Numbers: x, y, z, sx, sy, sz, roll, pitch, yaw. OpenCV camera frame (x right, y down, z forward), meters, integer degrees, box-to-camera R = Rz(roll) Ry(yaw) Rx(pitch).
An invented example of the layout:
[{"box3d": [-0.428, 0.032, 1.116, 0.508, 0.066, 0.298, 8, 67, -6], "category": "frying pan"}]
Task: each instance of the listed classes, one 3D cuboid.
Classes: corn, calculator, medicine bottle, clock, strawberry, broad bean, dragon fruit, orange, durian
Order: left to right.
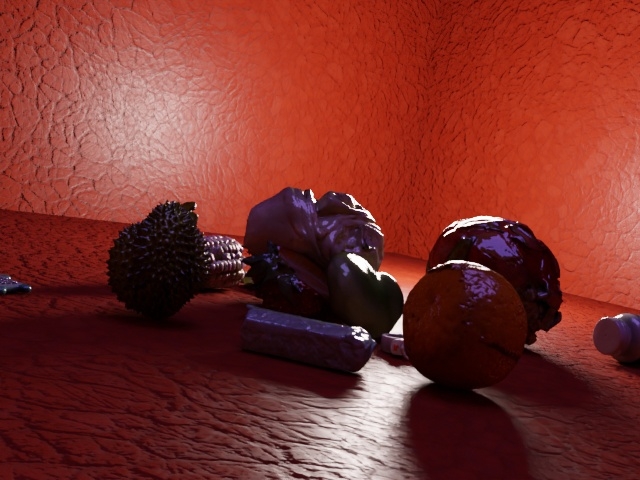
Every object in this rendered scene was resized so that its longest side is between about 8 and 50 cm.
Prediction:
[{"box3d": [-0.556, 0.069, 1.211, 0.141, 0.019, 0.094, 12, 7, 31], "category": "calculator"}, {"box3d": [-0.258, 0.031, 1.158, 0.146, 0.198, 0.159, 20, 16, -47], "category": "durian"}, {"box3d": [-0.285, 0.047, 1.518, 0.127, 0.126, 0.335, 12, 6, 31], "category": "corn"}, {"box3d": [-0.044, 0.093, 1.374, 0.174, 0.098, 0.228, 50, 15, 27], "category": "strawberry"}, {"box3d": [0.079, 0.108, 1.334, 0.100, 0.169, 0.228, -31, -45, 22], "category": "broad bean"}, {"box3d": [0.168, 0.179, 1.222, 0.129, 0.041, 0.087, 4, 0, -1], "category": "clock"}, {"box3d": [0.211, 0.127, 1.049, 0.161, 0.193, 0.193, 22, -2, -26], "category": "orange"}, {"box3d": [0.375, 0.083, 1.573, 0.277, 0.277, 0.342, 9, 15, -7], "category": "dragon fruit"}, {"box3d": [0.686, 0.213, 1.544, 0.191, 0.107, 0.107, 9, 4, -23], "category": "medicine bottle"}]

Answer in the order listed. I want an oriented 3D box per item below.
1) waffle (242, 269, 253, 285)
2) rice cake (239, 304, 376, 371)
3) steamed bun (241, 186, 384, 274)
[{"box3d": [-0.102, 0.106, 1.718, 0.183, 0.036, 0.169, 15, 4, 42], "category": "waffle"}, {"box3d": [-0.024, 0.146, 1.057, 0.206, 0.063, 0.069, 9, 9, 13], "category": "rice cake"}, {"box3d": [0.000, 0.000, 1.541, 0.275, 0.206, 0.320, 1, -30, 33], "category": "steamed bun"}]
